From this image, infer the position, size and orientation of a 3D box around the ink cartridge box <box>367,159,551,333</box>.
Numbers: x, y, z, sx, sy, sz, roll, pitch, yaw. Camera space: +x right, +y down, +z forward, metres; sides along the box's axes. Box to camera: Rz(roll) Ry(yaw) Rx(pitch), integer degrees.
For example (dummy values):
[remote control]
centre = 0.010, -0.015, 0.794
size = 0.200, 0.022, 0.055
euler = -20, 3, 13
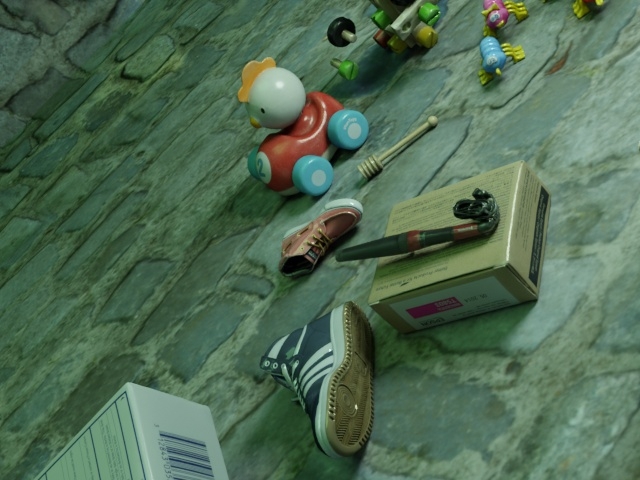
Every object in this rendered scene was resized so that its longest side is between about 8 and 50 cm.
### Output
[ink cartridge box]
centre = 0.196, 0.012, 1.514
size = 0.235, 0.088, 0.193
euler = -18, 42, 38

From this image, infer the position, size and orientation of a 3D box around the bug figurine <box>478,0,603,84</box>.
[bug figurine]
centre = 0.357, -0.391, 1.810
size = 0.279, 0.072, 0.216
euler = -35, 32, 18

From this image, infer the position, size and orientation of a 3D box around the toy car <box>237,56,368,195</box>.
[toy car]
centre = -0.079, -0.225, 1.988
size = 0.210, 0.238, 0.219
euler = -53, 30, -11

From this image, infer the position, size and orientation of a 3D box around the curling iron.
[curling iron]
centre = 0.133, -0.008, 1.495
size = 0.274, 0.035, 0.068
euler = -21, 35, 35

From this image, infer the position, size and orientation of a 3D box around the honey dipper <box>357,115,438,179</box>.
[honey dipper]
centre = 0.136, -0.162, 1.859
size = 0.161, 0.030, 0.030
euler = -34, 32, 12

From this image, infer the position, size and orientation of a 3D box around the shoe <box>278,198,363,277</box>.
[shoe]
centre = 0.000, 0.000, 1.803
size = 0.178, 0.063, 0.081
euler = -29, 35, 36

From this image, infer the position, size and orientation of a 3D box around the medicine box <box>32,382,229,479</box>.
[medicine box]
centre = -0.265, 0.393, 1.473
size = 0.289, 0.149, 0.263
euler = -46, 43, 23

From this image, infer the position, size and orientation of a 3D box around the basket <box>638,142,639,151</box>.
[basket]
centre = 0.506, -0.162, 1.207
size = 0.299, 0.223, 0.213
euler = -38, 31, 16

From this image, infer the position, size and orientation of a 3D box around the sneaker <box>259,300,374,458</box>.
[sneaker]
centre = -0.011, 0.214, 1.518
size = 0.153, 0.099, 0.282
euler = -25, 29, 23

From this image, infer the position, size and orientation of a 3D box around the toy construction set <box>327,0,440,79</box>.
[toy construction set]
centre = 0.186, -0.448, 2.007
size = 0.309, 0.257, 0.237
euler = -32, 44, -21
